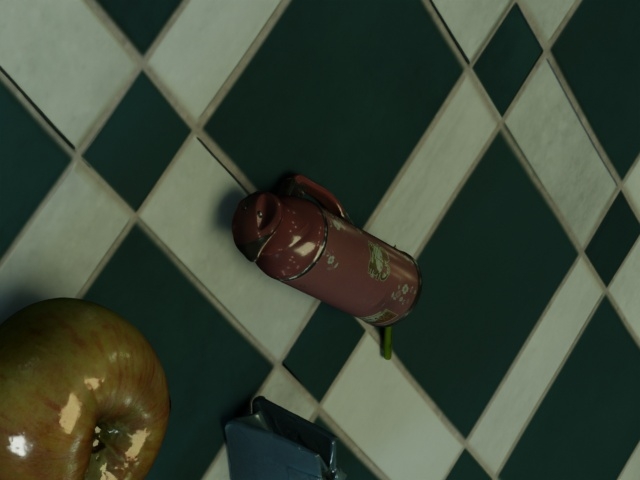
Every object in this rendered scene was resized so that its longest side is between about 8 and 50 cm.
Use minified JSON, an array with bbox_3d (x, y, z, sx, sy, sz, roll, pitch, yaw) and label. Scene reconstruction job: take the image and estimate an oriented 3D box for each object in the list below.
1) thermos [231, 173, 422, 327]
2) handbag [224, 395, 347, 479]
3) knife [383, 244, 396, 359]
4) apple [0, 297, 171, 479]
[{"bbox_3d":[0.005,0.005,2.227,0.330,0.109,0.136,27,86,-51],"label":"thermos"},{"bbox_3d":[-0.036,0.331,2.276,0.062,0.179,0.229,-33,132,-37],"label":"handbag"},{"bbox_3d":[0.095,0.087,2.443,0.022,0.026,0.184,-63,156,-60],"label":"knife"},{"bbox_3d":[-0.284,0.186,1.901,0.260,0.194,0.261,-25,126,-39],"label":"apple"}]
